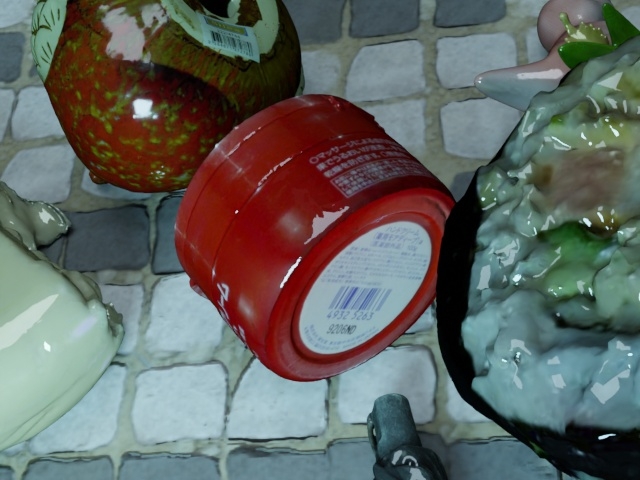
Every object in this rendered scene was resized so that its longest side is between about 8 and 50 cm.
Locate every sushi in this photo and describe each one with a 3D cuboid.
[{"bbox_3d":[0.269,0.052,0.731,0.328,0.285,0.328,-17,44,29],"label":"sushi"}]

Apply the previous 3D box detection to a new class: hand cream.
[{"bbox_3d":[0.000,0.000,0.871,0.193,0.193,0.125,-36,53,-12],"label":"hand cream"}]

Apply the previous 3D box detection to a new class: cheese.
[{"bbox_3d":[-0.288,0.050,0.948,0.233,0.127,0.266,-38,57,-17],"label":"cheese"}]

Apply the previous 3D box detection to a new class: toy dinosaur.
[{"bbox_3d":[0.211,-0.153,0.963,0.194,0.152,0.177,-32,45,-18],"label":"toy dinosaur"}]

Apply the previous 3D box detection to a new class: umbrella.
[{"bbox_3d":[0.072,0.209,0.786,0.066,0.059,0.236,-1,50,-13],"label":"umbrella"}]

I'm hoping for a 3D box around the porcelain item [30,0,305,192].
[{"bbox_3d":[-0.146,-0.139,1.021,0.253,0.253,0.253,-7,54,9],"label":"porcelain item"}]
